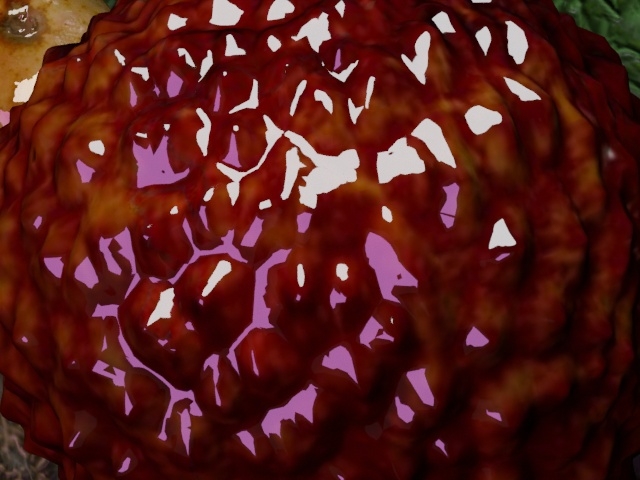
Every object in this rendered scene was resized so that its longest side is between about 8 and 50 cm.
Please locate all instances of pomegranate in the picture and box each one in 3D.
[{"bbox_3d":[-0.217,-0.091,1.319,0.207,0.207,0.207,11,110,32],"label":"pomegranate"}]

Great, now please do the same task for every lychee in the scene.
[{"bbox_3d":[0.000,0.000,1.067,0.424,0.424,0.500,-6,105,35],"label":"lychee"}]
